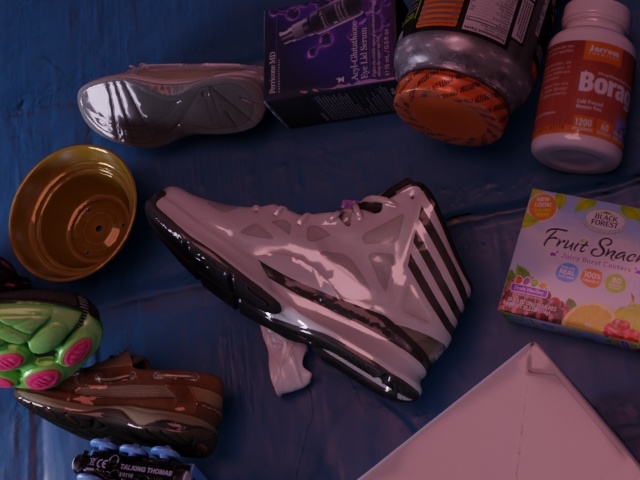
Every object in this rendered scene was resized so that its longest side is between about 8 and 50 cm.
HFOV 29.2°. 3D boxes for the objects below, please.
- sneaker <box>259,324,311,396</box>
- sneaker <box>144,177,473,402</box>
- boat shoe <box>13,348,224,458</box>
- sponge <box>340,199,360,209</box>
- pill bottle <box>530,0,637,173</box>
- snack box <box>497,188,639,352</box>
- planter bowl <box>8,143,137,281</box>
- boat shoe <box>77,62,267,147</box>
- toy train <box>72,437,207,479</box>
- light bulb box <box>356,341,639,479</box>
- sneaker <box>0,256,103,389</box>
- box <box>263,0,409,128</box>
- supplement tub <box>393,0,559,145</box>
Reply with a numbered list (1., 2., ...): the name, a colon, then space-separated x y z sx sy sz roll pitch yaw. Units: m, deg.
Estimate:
1. sneaker: -0.051 0.141 1.715 0.061 0.053 0.152 -14 70 -1
2. sneaker: 0.000 0.001 1.650 0.448 0.169 0.257 32 74 11
3. boat shoe: -0.276 0.222 1.739 0.324 0.122 0.119 7 63 22
4. sponge: 0.063 0.050 1.708 0.117 0.031 0.210 9 76 22
5. pill bottle: 0.354 -0.207 1.634 0.121 0.121 0.216 5 75 22
6. snack box: 0.353 0.039 1.580 0.207 0.070 0.174 14 78 23
7. planter bowl: -0.355 -0.030 1.860 0.217 0.090 0.217 -7 70 19
8. boat shoe: -0.218 -0.217 1.873 0.321 0.103 0.118 -4 116 22
9. toy train: -0.251 0.329 1.689 0.184 0.105 0.080 2 55 23
10. light bulb box: 0.198 0.335 1.376 0.358 0.361 0.225 -39 65 5
11. sneaker: -0.491 0.098 1.770 0.483 0.185 0.202 -3 54 40
12. box: 0.028 -0.263 1.785 0.207 0.108 0.153 -8 70 18
13. supplement tub: 0.216 -0.300 1.664 0.194 0.193 0.316 12 71 24
